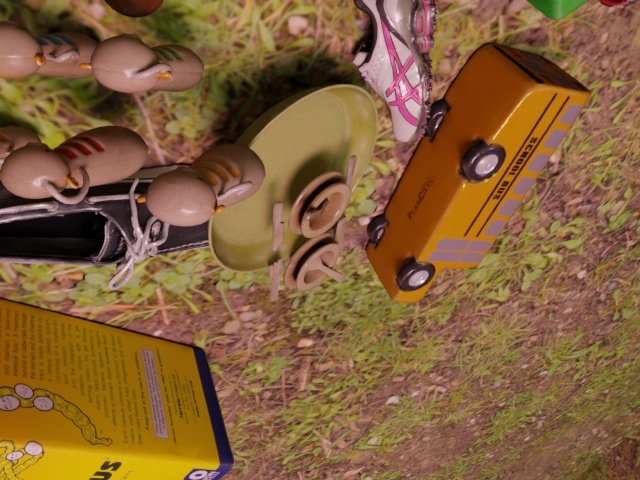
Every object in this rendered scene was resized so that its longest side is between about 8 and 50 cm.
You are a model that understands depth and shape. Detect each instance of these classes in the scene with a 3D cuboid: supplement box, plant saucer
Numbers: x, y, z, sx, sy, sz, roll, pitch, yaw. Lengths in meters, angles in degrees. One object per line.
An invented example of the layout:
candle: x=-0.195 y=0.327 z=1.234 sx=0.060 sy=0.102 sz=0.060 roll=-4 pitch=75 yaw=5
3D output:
supplement box: x=-0.319 y=0.231 z=0.741 sx=0.357 sy=0.195 sz=0.194 roll=25 pitch=117 yaw=-41
plant saucer: x=-0.033 y=-0.069 z=0.652 sx=0.241 sy=0.037 sz=0.241 roll=-38 pitch=154 yaw=-23

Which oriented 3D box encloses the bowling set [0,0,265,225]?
bowling set: x=-0.186 y=-0.126 z=0.462 sx=0.287 sy=0.154 sz=0.199 roll=4 pitch=107 yaw=11

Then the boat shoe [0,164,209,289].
boat shoe: x=-0.208 y=-0.016 z=0.619 sx=0.307 sy=0.105 sz=0.113 roll=7 pitch=128 yaw=-33

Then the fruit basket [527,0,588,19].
fruit basket: x=0.170 y=-0.370 z=0.310 sx=0.392 sy=0.283 sz=0.392 roll=-38 pitch=158 yaw=-18

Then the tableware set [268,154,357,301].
tableware set: x=0.000 y=0.000 z=0.715 sx=0.128 sy=0.039 sz=0.194 roll=-35 pitch=153 yaw=-28

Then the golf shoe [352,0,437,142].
golf shoe: x=0.078 y=-0.184 z=0.638 sx=0.086 sy=0.067 sz=0.186 roll=-1 pitch=136 yaw=8

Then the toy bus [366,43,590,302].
toy bus: x=0.179 y=-0.070 z=0.761 sx=0.130 sy=0.108 sz=0.332 roll=1 pitch=130 yaw=-30

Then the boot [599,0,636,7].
boot: x=0.419 y=-0.301 z=0.629 sx=0.284 sy=0.138 sz=0.377 roll=-20 pitch=134 yaw=-10
